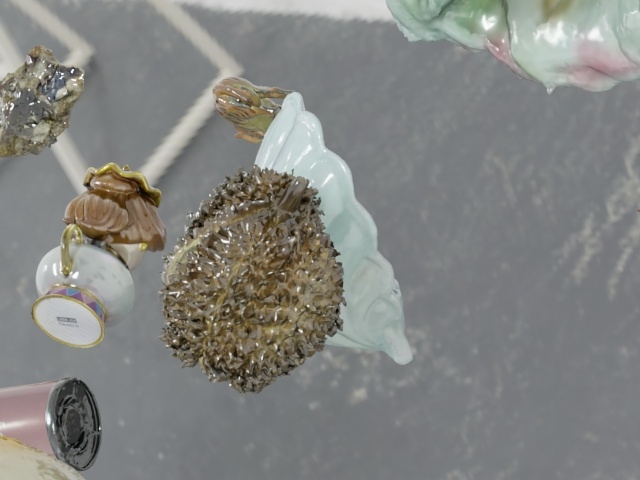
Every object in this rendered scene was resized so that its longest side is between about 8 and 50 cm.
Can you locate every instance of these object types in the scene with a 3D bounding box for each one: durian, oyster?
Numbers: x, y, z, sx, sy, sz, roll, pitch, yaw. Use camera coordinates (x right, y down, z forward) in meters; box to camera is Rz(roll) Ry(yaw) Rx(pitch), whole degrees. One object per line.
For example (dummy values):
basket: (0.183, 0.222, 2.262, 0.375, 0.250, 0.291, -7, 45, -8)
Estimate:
durian: (-0.055, 0.025, 1.329, 0.196, 0.167, 0.196, -27, 57, 53)
oyster: (-0.336, -0.150, 1.812, 0.103, 0.051, 0.148, 34, 106, 19)

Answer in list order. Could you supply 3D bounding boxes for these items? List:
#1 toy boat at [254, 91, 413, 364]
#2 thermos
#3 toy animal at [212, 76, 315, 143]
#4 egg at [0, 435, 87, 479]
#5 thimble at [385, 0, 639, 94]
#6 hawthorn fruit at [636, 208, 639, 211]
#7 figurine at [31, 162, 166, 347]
toy boat: (0.000, 0.000, 1.540, 0.100, 0.290, 0.199, -28, 24, -5)
thermos: (-0.428, 0.249, 1.872, 0.330, 0.109, 0.136, -9, 85, 20)
toy animal: (-0.070, -0.141, 1.772, 0.099, 0.241, 0.056, 14, 85, 15)
egg: (-0.210, 0.275, 1.100, 0.201, 0.337, 0.337, -26, 38, -9)
thimble: (0.092, -0.165, 0.613, 0.185, 0.211, 0.149, 28, 69, 1)
hawthorn fruit: (0.441, -0.077, 1.751, 0.200, 0.179, 0.179, -33, 37, 10)
figurine: (-0.294, 0.013, 2.138, 0.142, 0.189, 0.263, 9, 49, 13)
